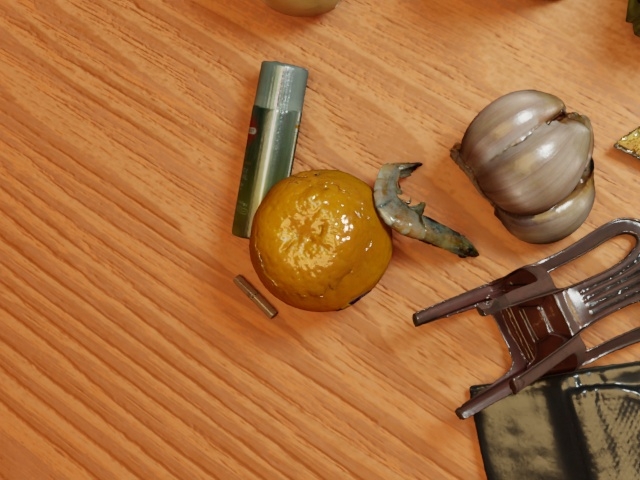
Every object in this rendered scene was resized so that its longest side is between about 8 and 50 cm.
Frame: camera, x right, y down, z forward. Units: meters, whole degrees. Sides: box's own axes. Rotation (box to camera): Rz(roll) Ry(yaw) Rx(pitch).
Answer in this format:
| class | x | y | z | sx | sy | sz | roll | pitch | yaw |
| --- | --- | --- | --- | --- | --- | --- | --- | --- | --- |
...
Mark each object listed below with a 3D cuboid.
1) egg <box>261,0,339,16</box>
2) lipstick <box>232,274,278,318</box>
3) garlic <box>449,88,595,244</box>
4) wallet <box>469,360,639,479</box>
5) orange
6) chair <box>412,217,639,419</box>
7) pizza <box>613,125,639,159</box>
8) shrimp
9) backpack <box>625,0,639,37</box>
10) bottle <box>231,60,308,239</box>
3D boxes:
| class | x | y | z | sx | sy | sz | roll | pitch | yaw |
| --- | --- | --- | --- | --- | --- | --- | --- | --- | --- |
| egg | -0.044 | -0.460 | 1.232 | 0.201 | 0.244 | 0.201 | -15 | 55 | 22 |
| lipstick | -0.110 | 0.095 | 1.392 | 0.094 | 0.019 | 0.019 | 43 | 106 | 14 |
| garlic | 0.293 | -0.103 | 1.151 | 0.191 | 0.160 | 0.214 | -33 | 78 | 25 |
| wallet | 0.394 | 0.309 | 1.196 | 0.323 | 0.041 | 0.247 | -13 | 86 | 24 |
| orange | 0.001 | -0.001 | 1.252 | 0.219 | 0.193 | 0.219 | 3 | 103 | 11 |
| chair | 0.330 | 0.104 | 1.171 | 0.326 | 0.183 | 0.175 | -20 | 82 | -24 |
| pizza | 0.500 | -0.125 | 1.134 | 0.176 | 0.036 | 0.185 | -12 | 90 | 23 |
| shrimp | 0.163 | -0.053 | 1.249 | 0.195 | 0.148 | 0.035 | 24 | 135 | -22 |
| backpack | 0.487 | -0.382 | 1.042 | 0.140 | 0.207 | 0.253 | 10 | 87 | -1 |
| bottle | -0.081 | -0.143 | 1.336 | 0.082 | 0.082 | 0.286 | 13 | 97 | 20 |
